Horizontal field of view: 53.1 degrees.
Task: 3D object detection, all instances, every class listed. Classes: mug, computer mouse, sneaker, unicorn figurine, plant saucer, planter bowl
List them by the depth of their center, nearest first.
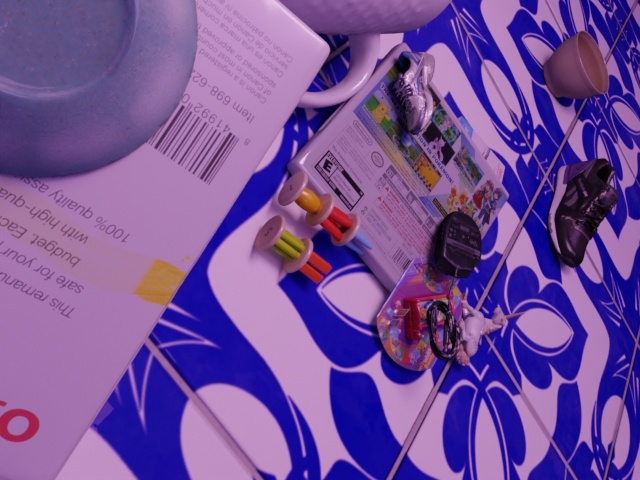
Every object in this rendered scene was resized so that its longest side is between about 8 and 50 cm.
[{"bbox_3d":[-0.161,-0.131,0.362,0.195,0.037,0.194,-5,102,-24],"label":"plant saucer"},{"bbox_3d":[-0.006,-0.365,0.848,0.328,0.276,0.373,-15,114,-37],"label":"mug"},{"bbox_3d":[0.190,0.063,0.945,0.071,0.041,0.242,25,61,-15],"label":"computer mouse"},{"bbox_3d":[0.132,-0.221,0.956,0.058,0.052,0.135,11,71,-24],"label":"sneaker"},{"bbox_3d":[0.254,0.141,1.065,0.111,0.060,0.162,50,64,-21],"label":"unicorn figurine"},{"bbox_3d":[0.584,-0.074,1.409,0.107,0.124,0.283,38,53,-29],"label":"sneaker"},{"bbox_3d":[0.618,-0.414,1.570,0.162,0.109,0.161,18,64,-40],"label":"planter bowl"}]

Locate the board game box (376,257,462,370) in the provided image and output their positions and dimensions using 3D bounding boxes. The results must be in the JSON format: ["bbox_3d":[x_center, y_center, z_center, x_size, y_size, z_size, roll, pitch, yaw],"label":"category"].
[{"bbox_3d":[0.160,0.111,0.946,0.133,0.033,0.168,46,66,-22],"label":"board game box"}]

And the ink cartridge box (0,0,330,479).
[{"bbox_3d":[-0.223,-0.061,0.457,0.279,0.160,0.384,35,84,-27],"label":"ink cartridge box"}]

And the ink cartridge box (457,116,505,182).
[{"bbox_3d":[0.276,-0.124,1.165,0.180,0.060,0.104,41,52,-27],"label":"ink cartridge box"}]

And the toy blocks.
[{"bbox_3d":[0.000,0.000,0.843,0.148,0.054,0.123,37,65,-28],"label":"toy blocks"}]

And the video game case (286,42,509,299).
[{"bbox_3d":[0.139,-0.089,0.993,0.329,0.036,0.300,50,61,-20],"label":"video game case"}]
